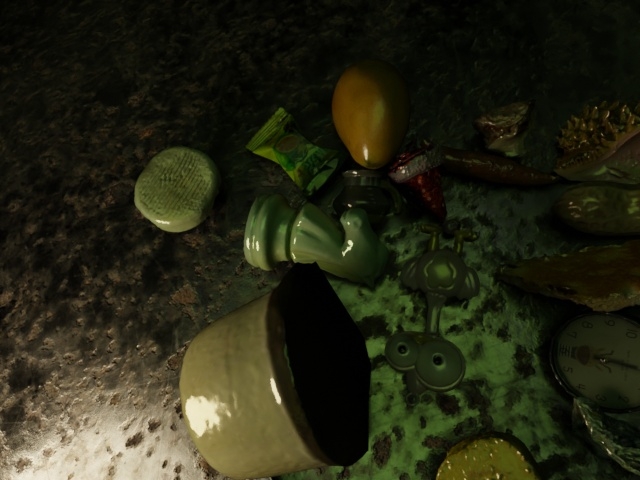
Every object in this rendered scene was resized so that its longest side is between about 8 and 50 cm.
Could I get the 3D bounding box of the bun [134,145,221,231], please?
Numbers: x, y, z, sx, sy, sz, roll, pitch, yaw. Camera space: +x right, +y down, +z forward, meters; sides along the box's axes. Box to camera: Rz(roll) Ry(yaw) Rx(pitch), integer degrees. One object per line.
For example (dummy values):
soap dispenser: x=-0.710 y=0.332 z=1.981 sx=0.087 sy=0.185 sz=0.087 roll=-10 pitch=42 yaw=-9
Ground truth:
bun: x=-0.349 y=-0.121 z=1.026 sx=0.221 sy=0.108 sz=0.221 roll=0 pitch=72 yaw=1

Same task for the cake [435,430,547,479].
cake: x=0.305 y=0.460 z=0.677 sx=0.179 sy=0.156 sz=0.260 roll=-32 pitch=62 yaw=14

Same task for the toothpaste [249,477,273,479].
toothpaste: x=-0.096 y=0.493 z=0.792 sx=0.047 sy=0.040 sz=0.196 roll=-32 pitch=68 yaw=-7

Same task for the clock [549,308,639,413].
clock: x=0.509 y=0.214 z=0.739 sx=0.184 sy=0.040 sz=0.185 roll=-2 pitch=88 yaw=42

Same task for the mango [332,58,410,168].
mango: x=0.113 y=-0.281 z=0.919 sx=0.173 sy=0.211 sz=0.317 roll=5 pitch=37 yaw=-4

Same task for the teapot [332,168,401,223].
teapot: x=0.109 y=-0.097 z=0.931 sx=0.165 sy=0.130 sz=0.119 roll=1 pitch=92 yaw=-24

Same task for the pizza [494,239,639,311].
pizza: x=0.500 y=0.073 z=0.797 sx=0.297 sy=0.071 sz=0.189 roll=-5 pitch=30 yaw=16

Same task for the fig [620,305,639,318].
fig: x=0.657 y=0.151 z=0.724 sx=0.233 sy=0.167 sz=0.167 roll=17 pitch=73 yaw=2

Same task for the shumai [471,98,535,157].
shumai: x=0.426 y=-0.243 z=0.938 sx=0.145 sy=0.145 sz=0.116 roll=-15 pitch=87 yaw=4

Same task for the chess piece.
chess piece: x=0.000 y=0.000 z=0.888 sx=0.298 sy=0.176 sz=0.176 roll=11 pitch=72 yaw=11

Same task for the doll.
doll: x=0.226 y=0.148 z=0.836 sx=0.160 sy=0.094 sz=0.365 roll=12 pitch=72 yaw=17

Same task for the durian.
durian: x=0.663 y=-0.236 z=0.906 sx=0.305 sy=0.185 sz=0.196 roll=-2 pitch=46 yaw=17

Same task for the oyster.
oyster: x=0.559 y=0.371 z=0.683 sx=0.252 sy=0.199 sz=0.087 roll=28 pitch=91 yaw=49

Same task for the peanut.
peanut: x=0.624 y=-0.066 z=0.824 sx=0.298 sy=0.136 sz=0.120 roll=0 pitch=70 yaw=11

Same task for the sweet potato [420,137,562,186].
sweet potato: x=0.375 y=-0.166 z=0.937 sx=0.314 sy=0.066 sz=0.072 roll=17 pitch=38 yaw=15

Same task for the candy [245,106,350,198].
candy: x=-0.060 y=-0.221 z=1.034 sx=0.246 sy=0.069 sz=0.149 roll=41 pitch=86 yaw=15

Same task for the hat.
hat: x=0.242 y=-0.112 z=0.923 sx=0.129 sy=0.140 sz=0.227 roll=-29 pitch=96 yaw=9

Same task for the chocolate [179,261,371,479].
chocolate: x=-0.094 y=0.243 z=0.750 sx=0.297 sy=0.314 sz=0.326 roll=-17 pitch=31 yaw=22
